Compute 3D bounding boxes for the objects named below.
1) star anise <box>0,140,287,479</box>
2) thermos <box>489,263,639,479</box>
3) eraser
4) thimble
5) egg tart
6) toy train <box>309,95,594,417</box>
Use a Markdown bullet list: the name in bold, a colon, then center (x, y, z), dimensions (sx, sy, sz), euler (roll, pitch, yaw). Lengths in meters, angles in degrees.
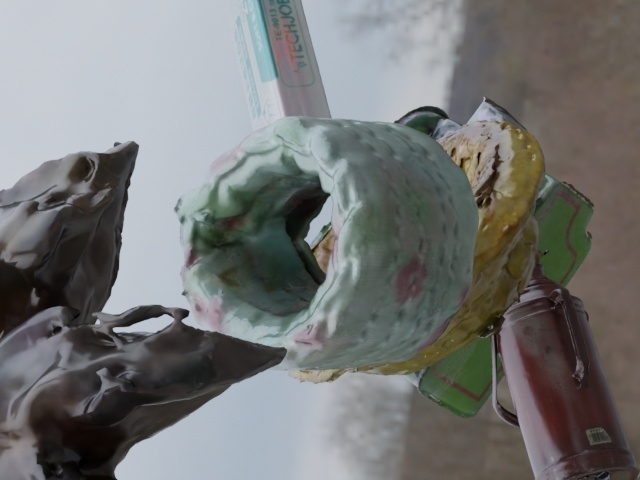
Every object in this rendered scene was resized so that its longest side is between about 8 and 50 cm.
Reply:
- **star anise**: center (-0.172, 0.096, 0.825), dimensions (0.117, 0.331, 0.332), euler (40, -125, -67)
- **thermos**: center (0.214, 0.117, 1.731), dimensions (0.124, 0.098, 0.232), euler (117, 143, -59)
- **eraser**: center (-0.041, -0.162, 1.830), dimensions (0.095, 0.052, 0.225), euler (124, 137, -60)
- **thimble**: center (0.000, 0.000, 1.410), dimensions (0.149, 0.211, 0.185), euler (0, -80, -46)
- **egg tart**: center (0.088, 0.026, 1.614), dimensions (0.290, 0.115, 0.290), euler (-40, 17, 15)
- **toy train**: center (0.137, 0.017, 1.951), dimensions (0.249, 0.173, 0.307), euler (33, -88, -48)
